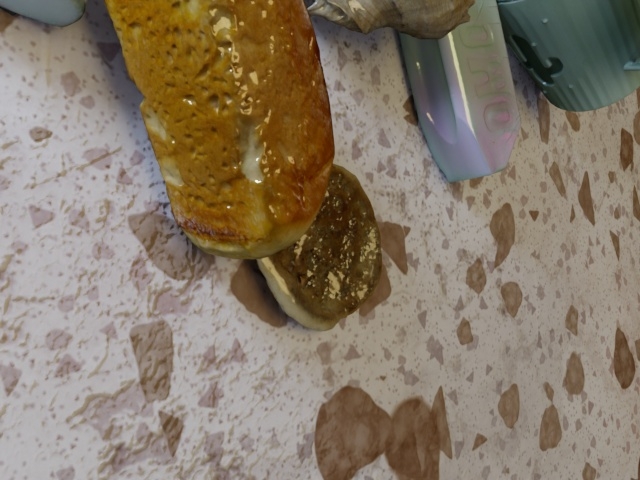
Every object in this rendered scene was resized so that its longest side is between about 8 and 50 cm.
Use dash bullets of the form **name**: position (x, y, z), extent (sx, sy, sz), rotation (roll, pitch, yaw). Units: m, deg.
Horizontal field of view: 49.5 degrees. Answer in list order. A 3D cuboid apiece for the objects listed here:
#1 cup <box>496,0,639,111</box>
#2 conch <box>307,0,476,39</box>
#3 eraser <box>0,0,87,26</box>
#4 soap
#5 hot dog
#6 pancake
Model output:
- **cup**: position (0.528, -0.465, 1.423), extent (0.392, 0.310, 0.401), rotation (42, 22, -38)
- **conch**: position (0.100, -0.432, 1.083), extent (0.324, 0.263, 0.186), rotation (-11, 135, -39)
- **eraser**: position (-0.318, -0.402, 0.748), extent (0.189, 0.104, 0.290), rotation (20, 71, -38)
- **soap**: position (0.268, -0.292, 1.302), extent (0.208, 0.115, 0.347), rotation (-20, 99, -44)
- **hot dog**: position (-0.101, -0.191, 0.857), extent (0.223, 0.185, 0.405), rotation (-39, 122, -51)
- **pancake**: position (-0.001, 0.001, 1.047), extent (0.282, 0.049, 0.282), rotation (9, 78, -47)
